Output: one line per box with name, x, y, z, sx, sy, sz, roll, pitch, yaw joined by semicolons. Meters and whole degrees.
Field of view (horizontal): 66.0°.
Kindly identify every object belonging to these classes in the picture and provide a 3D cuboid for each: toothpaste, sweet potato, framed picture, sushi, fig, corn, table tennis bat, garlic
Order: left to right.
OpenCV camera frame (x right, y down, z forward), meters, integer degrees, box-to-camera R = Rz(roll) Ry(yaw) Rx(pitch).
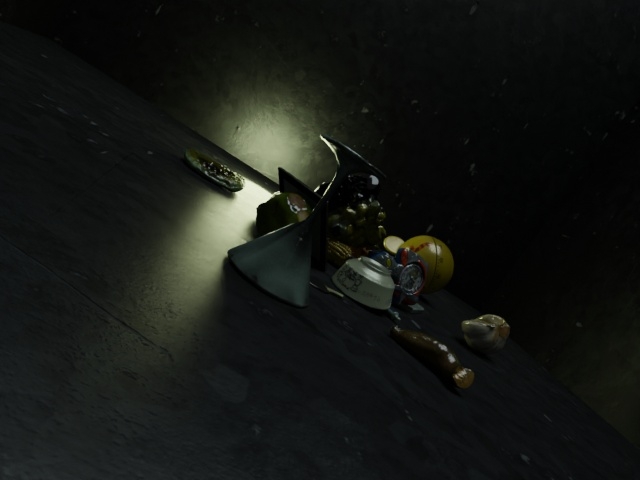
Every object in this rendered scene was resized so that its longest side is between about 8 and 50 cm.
fig;-0.109;-0.017;1.643;0.206;0.206;0.274;25;42;-47
framed picture;-0.063;-0.072;1.800;0.265;0.016;0.346;38;-34;33
corn;0.000;0.003;2.138;0.313;0.101;0.102;35;8;19
table tennis bat;0.009;0.149;1.589;0.157;0.013;0.087;30;8;-23
sushi;0.124;-0.100;2.192;0.329;0.285;0.328;-1;-26;-7
toothpaste;0.234;0.245;1.848;0.197;0.035;0.057;39;-6;46
sweet potato;0.338;0.340;1.494;0.286;0.085;0.112;38;13;31
garlic;0.765;0.446;2.322;0.203;0.184;0.281;7;8;42

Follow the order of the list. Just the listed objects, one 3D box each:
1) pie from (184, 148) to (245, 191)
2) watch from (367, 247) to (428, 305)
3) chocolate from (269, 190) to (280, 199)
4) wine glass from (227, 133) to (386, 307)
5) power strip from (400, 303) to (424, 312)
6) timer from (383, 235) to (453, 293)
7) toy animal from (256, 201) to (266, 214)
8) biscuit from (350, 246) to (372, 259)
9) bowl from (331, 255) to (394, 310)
pie;-0.484;-0.318;2.242;0.323;0.070;0.323;32;9;-6
watch;0.284;0.138;2.161;0.305;0.241;0.275;22;-4;-25
chocolate;-0.150;-0.170;2.463;0.134;0.134;0.309;38;9;29
wine glass;-0.023;-0.055;1.288;0.267;0.406;0.267;36;7;-5
power strip;0.427;0.307;2.269;0.060;0.027;0.253;36;8;25
timer;0.551;0.135;2.831;0.387;0.375;0.376;7;13;-8
toy animal;-0.180;-0.094;2.050;0.121;0.093;0.225;28;5;30
biscuit;0.177;-0.008;2.527;0.284;0.043;0.306;27;-35;61
bowl;0.172;0.141;1.789;0.238;0.126;0.237;26;11;-6
